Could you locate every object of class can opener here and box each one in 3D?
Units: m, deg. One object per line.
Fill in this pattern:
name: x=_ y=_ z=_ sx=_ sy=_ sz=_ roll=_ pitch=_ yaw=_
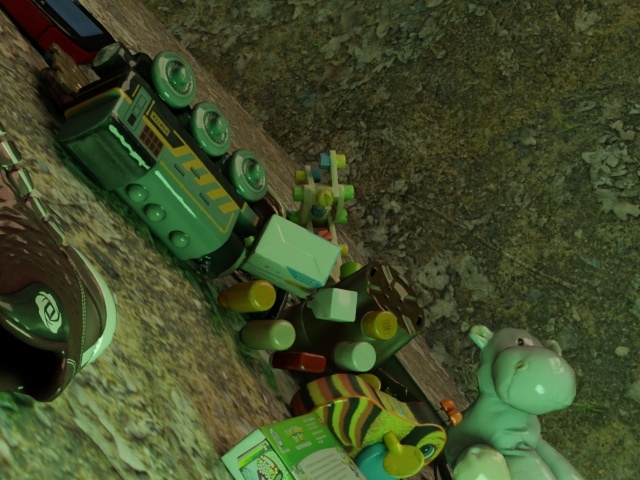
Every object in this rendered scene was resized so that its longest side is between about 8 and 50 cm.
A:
can opener: x=-0.062 y=0.056 z=1.501 sx=0.059 sy=0.073 sz=0.186 roll=34 pitch=44 yaw=-14

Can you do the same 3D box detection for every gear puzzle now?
gear puzzle: x=-0.285 y=-0.131 z=1.440 sx=0.339 sy=0.044 sz=0.175 roll=50 pitch=5 yaw=-32

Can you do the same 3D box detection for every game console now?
game console: x=-0.489 y=-0.432 z=1.648 sx=0.342 sy=0.060 sz=0.386 roll=50 pitch=5 yaw=-11

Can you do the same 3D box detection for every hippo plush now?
hippo plush: x=0.301 y=0.258 z=1.461 sx=0.234 sy=0.236 sz=0.294 roll=20 pitch=2 yaw=-13

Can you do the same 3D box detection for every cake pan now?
cake pan: x=0.180 y=0.310 z=1.960 sx=0.293 sy=0.054 sz=0.293 roll=54 pitch=-1 yaw=2

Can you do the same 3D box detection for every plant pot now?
plant pot: x=0.054 y=0.126 z=1.465 sx=0.167 sy=0.165 sz=0.167 roll=37 pitch=32 yaw=-27

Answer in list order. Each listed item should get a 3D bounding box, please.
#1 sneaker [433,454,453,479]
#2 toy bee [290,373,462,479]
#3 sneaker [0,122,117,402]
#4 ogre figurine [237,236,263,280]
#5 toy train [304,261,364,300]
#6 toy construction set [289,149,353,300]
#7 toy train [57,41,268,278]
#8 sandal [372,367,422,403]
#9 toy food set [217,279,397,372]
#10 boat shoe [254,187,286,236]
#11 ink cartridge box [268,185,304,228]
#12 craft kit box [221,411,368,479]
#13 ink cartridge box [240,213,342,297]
sneaker: x=0.294 y=0.474 z=1.708 sx=0.271 sy=0.108 sz=0.100 roll=50 pitch=8 yaw=8
toy bee: x=0.100 y=0.252 z=1.355 sx=0.195 sy=0.162 sz=0.298 roll=52 pitch=6 yaw=34
sneaker: x=-0.244 y=-0.007 z=0.654 sx=0.281 sy=0.106 sz=0.162 roll=50 pitch=9 yaw=-14
ogre figurine: x=-0.091 y=0.025 z=1.649 sx=0.118 sy=0.097 sz=0.197 roll=38 pitch=-3 yaw=-11
toy train: x=0.050 y=0.098 z=1.808 sx=0.248 sy=0.105 sz=0.143 roll=42 pitch=42 yaw=-39
toy construction set: x=0.000 y=0.000 z=1.938 sx=0.327 sy=0.151 sz=0.215 roll=-79 pitch=178 yaw=-46
toy train: x=-0.197 y=-0.098 z=1.311 sx=0.334 sy=0.142 sz=0.190 roll=53 pitch=38 yaw=-32
sandal: x=0.099 y=0.272 z=1.710 sx=0.219 sy=0.090 sz=0.060 roll=42 pitch=-14 yaw=-14
toy food set: x=-0.021 y=0.119 z=1.325 sx=0.232 sy=0.111 sz=0.104 roll=11 pitch=-11 yaw=-32
boat shoe: x=-0.177 y=-0.082 z=1.564 sx=0.257 sy=0.095 sz=0.095 roll=29 pitch=8 yaw=13
ink cartridge box: x=-0.098 y=-0.050 z=2.112 sx=0.175 sy=0.072 sz=0.127 roll=49 pitch=0 yaw=-14
craft kit box: x=0.023 y=0.296 z=1.030 sx=0.246 sy=0.061 sz=0.250 roll=55 pitch=6 yaw=13
ink cartridge box: x=-0.047 y=0.028 z=1.390 sx=0.104 sy=0.061 sz=0.181 roll=27 pitch=-14 yaw=-6
